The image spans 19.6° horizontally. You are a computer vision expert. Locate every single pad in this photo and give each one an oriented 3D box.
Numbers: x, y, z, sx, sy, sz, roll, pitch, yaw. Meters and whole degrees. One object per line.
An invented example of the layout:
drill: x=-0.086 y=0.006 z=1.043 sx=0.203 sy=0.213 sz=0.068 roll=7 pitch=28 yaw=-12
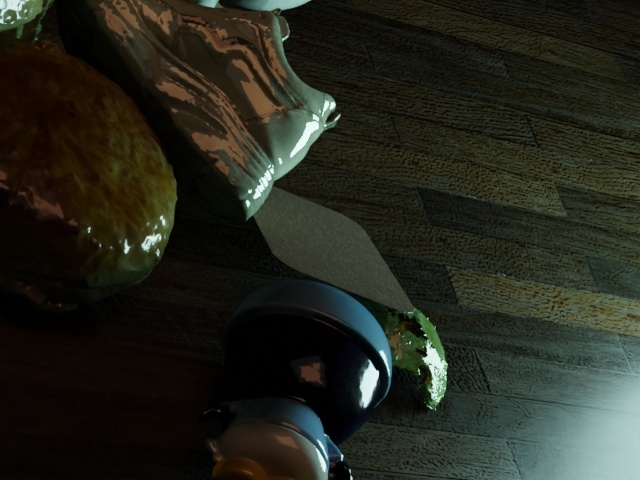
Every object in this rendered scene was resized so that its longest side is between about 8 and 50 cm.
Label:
pad: x=0.000 y=0.000 z=2.038 sx=0.176 sy=0.002 sz=0.266 roll=22 pitch=16 yaw=-22

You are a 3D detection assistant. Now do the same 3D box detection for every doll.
doll: x=-0.025 y=0.148 z=1.842 sx=0.177 sy=0.141 sz=0.314 roll=26 pitch=41 yaw=-4

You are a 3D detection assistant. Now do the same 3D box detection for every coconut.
coconut: x=0.084 y=0.104 z=2.049 sx=0.158 sy=0.055 sz=0.133 roll=30 pitch=40 yaw=-15

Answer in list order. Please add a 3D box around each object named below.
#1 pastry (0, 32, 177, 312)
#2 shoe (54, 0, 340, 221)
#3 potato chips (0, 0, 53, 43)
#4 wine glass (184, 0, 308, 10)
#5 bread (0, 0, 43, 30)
pastry: x=-0.282 y=-0.080 z=1.860 sx=0.329 sy=0.136 sz=0.330 roll=25 pitch=38 yaw=-21
shoe: x=-0.130 y=-0.200 z=2.020 sx=0.210 sy=0.132 sz=0.342 roll=-40 pitch=87 yaw=-27
potato chips: x=-0.347 y=-0.266 z=2.084 sx=0.092 sy=0.028 sz=0.207 roll=33 pitch=39 yaw=-12
wine glass: x=-0.093 y=-0.342 z=2.138 sx=0.238 sy=0.323 sz=0.238 roll=25 pitch=40 yaw=-23
bread: x=-0.423 y=-0.310 z=1.826 sx=0.320 sy=0.320 sz=0.237 roll=3 pitch=88 yaw=-38
